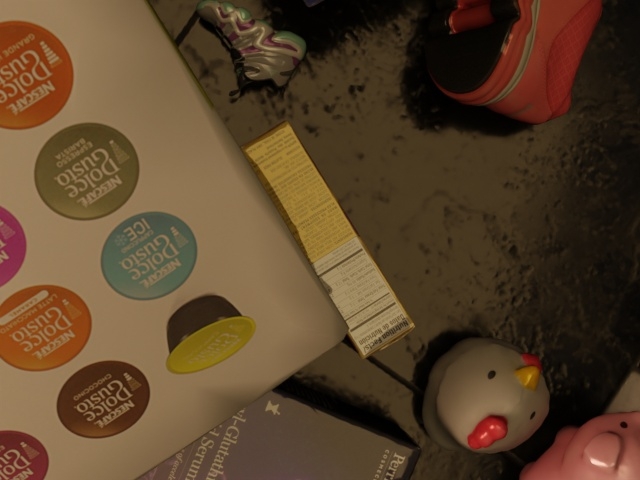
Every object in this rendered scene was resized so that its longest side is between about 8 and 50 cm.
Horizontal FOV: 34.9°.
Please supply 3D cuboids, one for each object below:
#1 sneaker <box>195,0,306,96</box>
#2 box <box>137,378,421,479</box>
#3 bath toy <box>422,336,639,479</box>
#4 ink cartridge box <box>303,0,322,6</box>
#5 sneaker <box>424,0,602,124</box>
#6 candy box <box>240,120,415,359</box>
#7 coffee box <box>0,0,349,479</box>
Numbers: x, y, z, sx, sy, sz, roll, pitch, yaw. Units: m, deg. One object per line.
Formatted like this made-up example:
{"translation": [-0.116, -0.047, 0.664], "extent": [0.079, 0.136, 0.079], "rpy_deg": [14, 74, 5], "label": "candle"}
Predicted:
{"translation": [-0.067, -0.154, 0.847], "extent": [0.098, 0.038, 0.069], "rpy_deg": [24, 87, -4], "label": "sneaker"}
{"translation": [-0.046, 0.187, 0.812], "extent": [0.207, 0.108, 0.153], "rpy_deg": [22, 87, -4], "label": "box"}
{"translation": [0.237, 0.204, 0.817], "extent": [0.348, 0.129, 0.151], "rpy_deg": [39, 97, -2], "label": "bath toy"}
{"translation": [0.060, -0.364, 0.782], "extent": [0.307, 0.072, 0.304], "rpy_deg": [-26, 64, -6], "label": "ink cartridge box"}
{"translation": [0.180, -0.242, 0.851], "extent": [0.136, 0.116, 0.314], "rpy_deg": [23, 77, -38], "label": "sneaker"}
{"translation": [0.000, 0.000, 0.817], "extent": [0.053, 0.109, 0.187], "rpy_deg": [-31, 93, -4], "label": "candy box"}
{"translation": [-0.241, -0.040, 0.630], "extent": [0.337, 0.338, 0.334], "rpy_deg": [-33, 123, -4], "label": "coffee box"}
